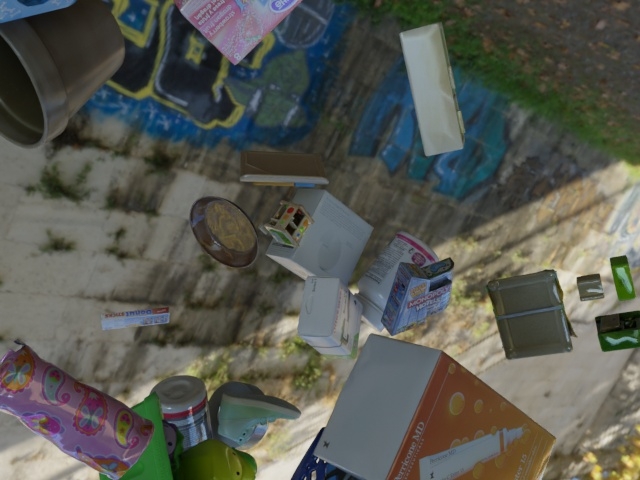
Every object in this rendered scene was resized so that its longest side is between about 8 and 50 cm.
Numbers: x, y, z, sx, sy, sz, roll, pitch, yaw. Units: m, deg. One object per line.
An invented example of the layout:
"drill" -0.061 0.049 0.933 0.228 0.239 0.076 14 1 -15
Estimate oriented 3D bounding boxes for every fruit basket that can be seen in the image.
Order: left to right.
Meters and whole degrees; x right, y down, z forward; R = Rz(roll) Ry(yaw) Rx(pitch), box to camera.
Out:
"fruit basket" -0.329 0.571 1.577 0.392 0.283 0.392 1 -131 -2

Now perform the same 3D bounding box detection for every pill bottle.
"pill bottle" -0.429 0.600 2.045 0.176 0.318 0.176 -3 -159 1
"pill bottle" 0.214 0.125 1.955 0.160 0.283 0.160 38 172 7

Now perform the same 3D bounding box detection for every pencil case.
"pencil case" -0.426 0.290 1.107 0.284 0.124 0.124 37 -170 -15

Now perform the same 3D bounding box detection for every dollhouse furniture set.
"dollhouse furniture set" 0.550 0.146 1.472 0.302 0.197 0.151 -13 -175 24

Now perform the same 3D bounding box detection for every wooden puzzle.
"wooden puzzle" -0.100 -0.185 1.701 0.221 0.044 0.238 2 -157 -8

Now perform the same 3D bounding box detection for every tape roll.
"tape roll" -0.277 0.581 2.159 0.219 0.219 0.072 36 -177 36

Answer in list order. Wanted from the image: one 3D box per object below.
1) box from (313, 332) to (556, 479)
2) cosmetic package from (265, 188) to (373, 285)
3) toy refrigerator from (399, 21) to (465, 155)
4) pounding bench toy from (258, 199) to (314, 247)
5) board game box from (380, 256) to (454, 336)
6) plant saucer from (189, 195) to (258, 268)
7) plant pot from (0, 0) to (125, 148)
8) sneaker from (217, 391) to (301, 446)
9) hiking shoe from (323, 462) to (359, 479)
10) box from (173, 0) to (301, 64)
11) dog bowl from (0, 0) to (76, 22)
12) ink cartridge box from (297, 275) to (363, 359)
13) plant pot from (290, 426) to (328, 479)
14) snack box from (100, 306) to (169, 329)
"box" 0.195 0.332 1.057 0.345 0.215 0.168 38 160 -31
"cosmetic package" 0.000 0.000 1.886 0.224 0.224 0.138 36 164 -35
"toy refrigerator" 0.252 -0.332 1.427 0.094 0.269 0.102 -10 -164 18
"pounding bench toy" -0.064 -0.036 1.151 0.083 0.065 0.052 17 157 39
"board game box" 0.247 0.122 1.595 0.194 0.194 0.060 -20 -134 -16
"plant saucer" -0.222 -0.025 1.547 0.199 0.198 0.036 29 -137 13
"plant pot" -0.590 -0.400 1.400 0.323 0.323 0.280 30 -131 18
"sneaker" -0.194 0.561 2.018 0.256 0.151 0.094 13 -178 -15
"hiking shoe" 0.050 0.490 1.223 0.113 0.304 0.132 26 177 -19
"box" -0.105 -0.474 1.123 0.142 0.300 0.154 40 -168 -40
"dog bowl" -0.544 -0.467 1.146 0.166 0.074 0.297 44 -134 7
"ink cartridge box" 0.030 0.203 1.686 0.093 0.160 0.219 0 157 21
"plant pot" 0.071 0.742 1.968 0.236 0.236 0.212 25 -169 -20
"snack box" -0.504 0.213 1.777 0.178 0.064 0.022 -5 -121 -18
